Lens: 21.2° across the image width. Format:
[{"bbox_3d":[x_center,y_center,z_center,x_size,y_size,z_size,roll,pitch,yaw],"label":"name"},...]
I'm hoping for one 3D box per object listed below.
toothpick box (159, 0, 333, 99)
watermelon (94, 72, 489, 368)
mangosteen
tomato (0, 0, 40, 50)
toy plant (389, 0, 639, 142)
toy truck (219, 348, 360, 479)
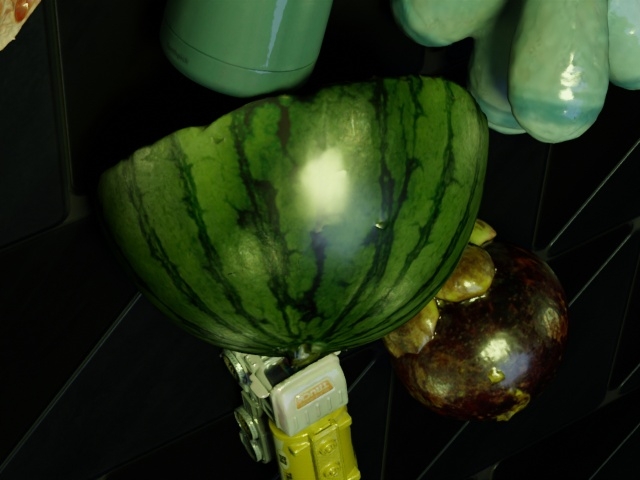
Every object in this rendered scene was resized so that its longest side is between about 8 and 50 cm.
[{"bbox_3d":[-0.043,-0.207,1.247,0.120,0.120,0.184,-11,132,-37],"label":"toothpick box"},{"bbox_3d":[0.000,0.000,1.381,0.331,0.189,0.331,-16,174,-2],"label":"watermelon"},{"bbox_3d":[0.140,0.068,1.676,0.192,0.192,0.217,-40,125,-2],"label":"mangosteen"},{"bbox_3d":[-0.225,-0.209,1.051,0.237,0.095,0.237,-54,172,-11],"label":"tomato"},{"bbox_3d":[0.188,-0.215,1.375,0.247,0.247,0.332,-19,141,-30],"label":"toy plant"},{"bbox_3d":[-0.019,0.170,1.678,0.098,0.114,0.227,-30,143,-17],"label":"toy truck"}]
